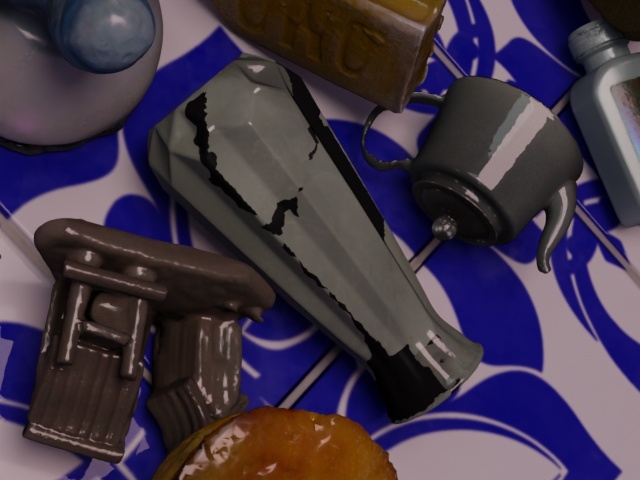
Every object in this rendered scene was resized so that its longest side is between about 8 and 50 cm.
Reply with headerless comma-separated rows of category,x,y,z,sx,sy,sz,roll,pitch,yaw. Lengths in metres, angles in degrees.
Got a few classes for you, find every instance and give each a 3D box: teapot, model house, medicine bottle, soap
teapot,0.150,-0.064,1.377,0.239,0.162,0.149,35,73,6
model house,-0.160,0.099,1.174,0.229,0.122,0.188,18,71,-28
medicine bottle,0.349,-0.137,1.525,0.121,0.083,0.228,-18,83,-30
soap,0.000,-0.229,1.325,0.232,0.140,0.073,28,58,9

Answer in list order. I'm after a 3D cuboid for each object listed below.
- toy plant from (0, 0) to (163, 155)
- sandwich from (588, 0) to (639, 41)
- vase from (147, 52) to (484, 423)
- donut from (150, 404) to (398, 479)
toy plant,-0.202,-0.236,1.142,0.247,0.332,0.247,8,70,-22
sandwich,0.354,-0.335,1.548,0.292,0.109,0.212,49,34,16
vase,0.000,0.000,1.273,0.360,0.165,0.165,50,59,-8
donut,-0.045,0.258,1.146,0.253,0.118,0.253,-6,103,-27
